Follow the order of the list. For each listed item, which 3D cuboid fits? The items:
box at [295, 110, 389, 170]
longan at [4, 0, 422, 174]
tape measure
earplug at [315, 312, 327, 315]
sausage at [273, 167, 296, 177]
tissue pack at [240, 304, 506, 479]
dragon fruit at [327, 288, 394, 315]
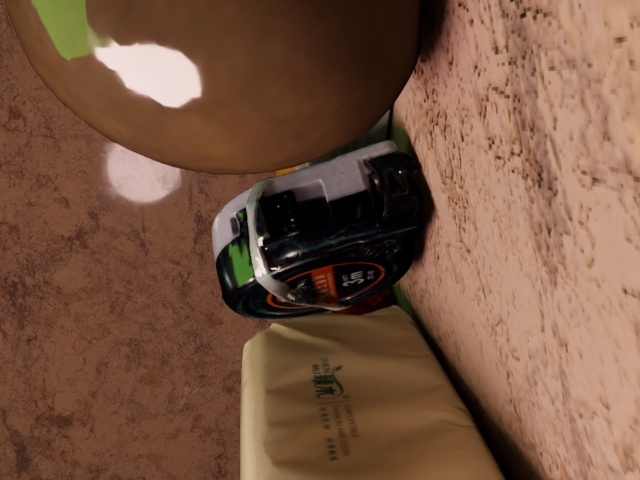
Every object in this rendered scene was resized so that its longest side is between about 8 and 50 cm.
[{"bbox_3d":[0.008,-0.123,0.685,0.269,0.079,0.135,87,168,-69],"label":"box"},{"bbox_3d":[-0.058,-0.160,0.437,0.258,0.258,0.258,164,90,-86],"label":"longan"},{"bbox_3d":[-0.005,0.001,0.627,0.182,0.181,0.107,83,174,-70],"label":"tape measure"},{"bbox_3d":[0.034,0.350,1.322,0.215,0.215,0.455,83,174,-64],"label":"earplug"},{"bbox_3d":[-0.015,-0.062,1.089,0.112,0.112,0.328,83,172,-64],"label":"sausage"},{"bbox_3d":[0.038,0.262,0.636,0.380,0.207,0.297,-110,13,-71],"label":"tissue pack"},{"bbox_3d":[0.056,0.073,0.881,0.094,0.094,0.190,89,-173,-73],"label":"dragon fruit"}]
